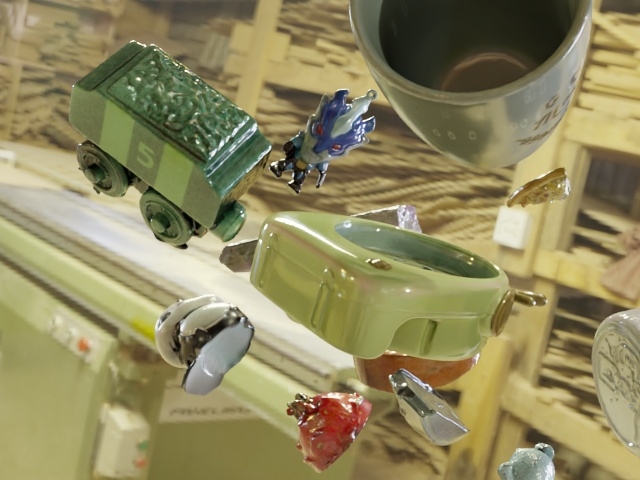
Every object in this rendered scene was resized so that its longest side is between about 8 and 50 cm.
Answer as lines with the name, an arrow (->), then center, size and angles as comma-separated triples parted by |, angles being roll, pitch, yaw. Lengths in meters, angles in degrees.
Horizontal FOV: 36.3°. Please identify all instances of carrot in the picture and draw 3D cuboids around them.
carrot -> 0.228, 0.255, 2.285 | 0.307, 0.100, 0.258 | -7, 23, -1

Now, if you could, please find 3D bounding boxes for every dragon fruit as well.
dragon fruit -> 0.000, 0.296, 1.611 | 0.111, 0.153, 0.153 | 37, 4, -6

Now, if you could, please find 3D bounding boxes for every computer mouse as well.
computer mouse -> 0.187, 0.313, 1.763 | 0.231, 0.071, 0.126 | 37, 10, -49

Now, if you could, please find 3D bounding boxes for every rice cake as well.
rice cake -> 0.002, 0.000, 1.410 | 0.298, 0.050, 0.106 | -12, 0, 28

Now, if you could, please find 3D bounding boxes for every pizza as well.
pizza -> 0.354, -0.074, 1.492 | 0.109, 0.026, 0.123 | 5, -25, -36

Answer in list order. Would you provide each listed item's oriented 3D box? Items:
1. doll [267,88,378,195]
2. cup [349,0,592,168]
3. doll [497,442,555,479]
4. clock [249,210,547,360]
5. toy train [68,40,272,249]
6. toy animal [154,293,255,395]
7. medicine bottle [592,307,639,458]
doll -> 0.011, -0.152, 1.431 | 0.096, 0.195, 0.070 | 46, -4, -10
cup -> 0.158, -0.195, 0.858 | 0.186, 0.258, 0.234 | 26, -6, 20
doll -> 0.325, 0.402, 1.483 | 0.120, 0.179, 0.075 | -13, 1, -42
clock -> 0.097, 0.051, 1.060 | 0.308, 0.096, 0.235 | 6, 14, -35
toy train -> -0.215, -0.133, 1.379 | 0.299, 0.167, 0.238 | 37, -35, 4
toy animal -> -0.217, 0.169, 1.695 | 0.166, 0.138, 0.179 | -27, 31, -29
medicine bottle -> 0.516, 0.120, 1.101 | 0.395, 0.242, 0.242 | -6, 11, -12
